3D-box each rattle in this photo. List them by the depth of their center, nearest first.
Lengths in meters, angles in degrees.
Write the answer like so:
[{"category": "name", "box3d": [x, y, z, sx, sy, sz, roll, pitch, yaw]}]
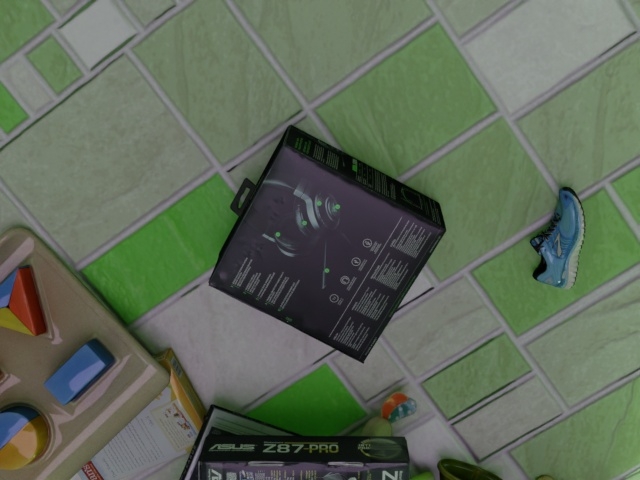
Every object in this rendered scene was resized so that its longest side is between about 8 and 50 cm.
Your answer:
[{"category": "rattle", "box3d": [0.065, 0.329, 1.540, 0.130, 0.143, 0.199, 7, 96, -34]}]

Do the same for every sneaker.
[{"category": "sneaker", "box3d": [0.355, -0.002, 1.395, 0.073, 0.063, 0.162, 5, 110, 4]}]

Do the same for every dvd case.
[{"category": "dvd case", "box3d": [-0.143, 0.408, 1.519, 0.179, 0.029, 0.238, 23, 89, -19]}]

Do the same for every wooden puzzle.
[{"category": "wooden puzzle", "box3d": [-0.463, 0.206, 1.436, 0.322, 0.080, 0.348, -44, 94, 4]}]

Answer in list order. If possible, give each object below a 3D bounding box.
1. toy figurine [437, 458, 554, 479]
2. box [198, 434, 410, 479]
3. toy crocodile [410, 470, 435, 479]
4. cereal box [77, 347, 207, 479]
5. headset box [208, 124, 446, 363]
[{"category": "toy figurine", "box3d": [0.334, 0.524, 1.524, 0.363, 0.191, 0.217, 17, 114, -3]}, {"category": "box", "box3d": [-0.025, 0.498, 1.447, 0.319, 0.097, 0.394, 0, 106, 2]}, {"category": "toy crocodile", "box3d": [0.147, 0.548, 1.582, 0.115, 0.105, 0.340, -14, 114, -37]}, {"category": "cereal box", "box3d": [-0.317, 0.298, 1.532, 0.240, 0.047, 0.173, -22, 107, 10]}, {"category": "headset box", "box3d": [0.000, 0.000, 1.371, 0.283, 0.131, 0.246, 26, 109, -7]}]
